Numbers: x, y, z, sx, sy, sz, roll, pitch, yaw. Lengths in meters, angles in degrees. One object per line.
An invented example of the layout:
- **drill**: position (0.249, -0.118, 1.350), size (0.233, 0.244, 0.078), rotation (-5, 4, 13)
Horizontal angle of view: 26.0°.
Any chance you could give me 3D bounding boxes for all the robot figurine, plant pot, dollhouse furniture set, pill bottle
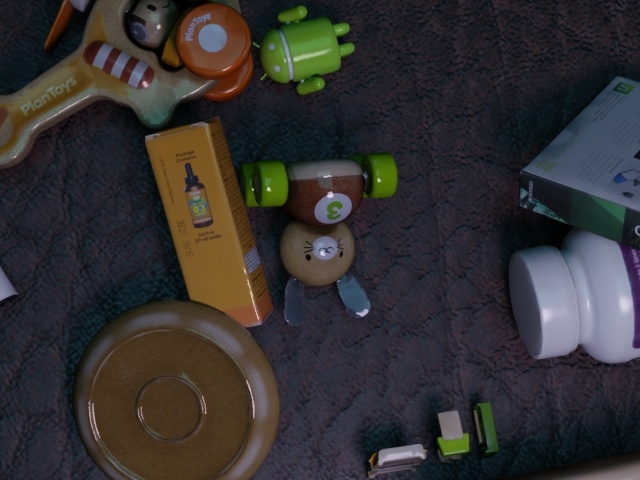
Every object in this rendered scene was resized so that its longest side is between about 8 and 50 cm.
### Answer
- **robot figurine**: position (-0.020, -0.223, 1.628), size (0.115, 0.067, 0.101), rotation (-14, 95, -7)
- **plant pot**: position (-0.163, 0.183, 1.528), size (0.236, 0.032, 0.236), rotation (1, 98, 8)
- **dollhouse furniture set**: position (0.123, 0.224, 1.572), size (0.152, 0.076, 0.058), rotation (-7, 69, -8)
- **pill bottle**: position (0.374, 0.046, 1.570), size (0.301, 0.169, 0.169), rotation (-10, 82, -7)

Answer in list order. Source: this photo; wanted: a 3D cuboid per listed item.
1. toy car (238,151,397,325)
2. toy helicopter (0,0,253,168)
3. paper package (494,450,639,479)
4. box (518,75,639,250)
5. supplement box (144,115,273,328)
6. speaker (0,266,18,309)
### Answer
- **toy car**: position (0.000, 0.000, 1.566), size (0.155, 0.149, 0.188), rotation (-5, 93, -15)
- **toy helicopter**: position (-0.259, -0.211, 1.574), size (0.355, 0.140, 0.235), rotation (-33, 85, -4)
- **paper package**: position (0.300, 0.398, 1.509), size (0.325, 0.168, 0.309), rotation (-9, 82, -7)
- **box**: position (0.414, -0.064, 1.525), size (0.322, 0.058, 0.232), rotation (22, 46, 31)
- **supplement box**: position (-0.122, -0.017, 1.544), size (0.078, 0.080, 0.233), rotation (-12, 101, 13)
- **speaker**: position (-0.397, 0.020, 1.562), size (0.055, 0.055, 0.136), rotation (-32, 86, -9)
